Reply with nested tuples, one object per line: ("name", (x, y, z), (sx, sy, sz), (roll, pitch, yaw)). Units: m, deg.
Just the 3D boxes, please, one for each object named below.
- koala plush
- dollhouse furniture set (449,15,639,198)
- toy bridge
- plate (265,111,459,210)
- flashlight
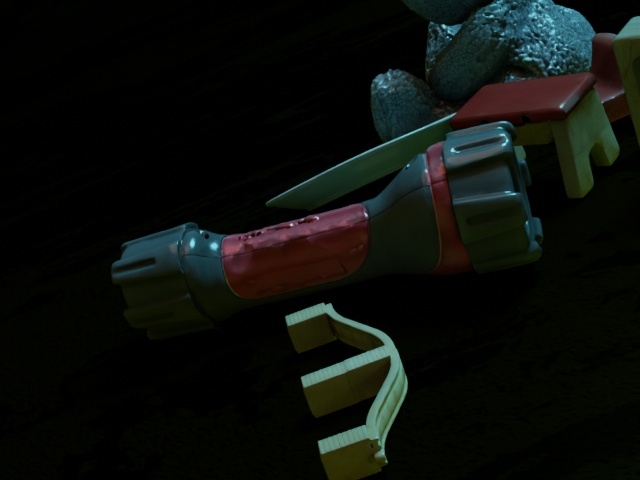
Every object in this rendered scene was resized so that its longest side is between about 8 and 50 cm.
("koala plush", (0.140, -0.224, 1.070), (0.203, 0.221, 0.196), (-6, 26, 32))
("dollhouse furniture set", (0.291, -0.147, 0.854), (0.374, 0.152, 0.201), (-1, 30, 39))
("toy bridge", (0.020, 0.086, 0.726), (0.063, 0.026, 0.188), (-20, 23, -1))
("plate", (0.043, -0.061, 0.985), (0.188, 0.024, 0.188), (-24, 2, 1))
("flashlight", (0.000, 0.000, 0.841), (0.304, 0.103, 0.103), (-13, 19, 14))
